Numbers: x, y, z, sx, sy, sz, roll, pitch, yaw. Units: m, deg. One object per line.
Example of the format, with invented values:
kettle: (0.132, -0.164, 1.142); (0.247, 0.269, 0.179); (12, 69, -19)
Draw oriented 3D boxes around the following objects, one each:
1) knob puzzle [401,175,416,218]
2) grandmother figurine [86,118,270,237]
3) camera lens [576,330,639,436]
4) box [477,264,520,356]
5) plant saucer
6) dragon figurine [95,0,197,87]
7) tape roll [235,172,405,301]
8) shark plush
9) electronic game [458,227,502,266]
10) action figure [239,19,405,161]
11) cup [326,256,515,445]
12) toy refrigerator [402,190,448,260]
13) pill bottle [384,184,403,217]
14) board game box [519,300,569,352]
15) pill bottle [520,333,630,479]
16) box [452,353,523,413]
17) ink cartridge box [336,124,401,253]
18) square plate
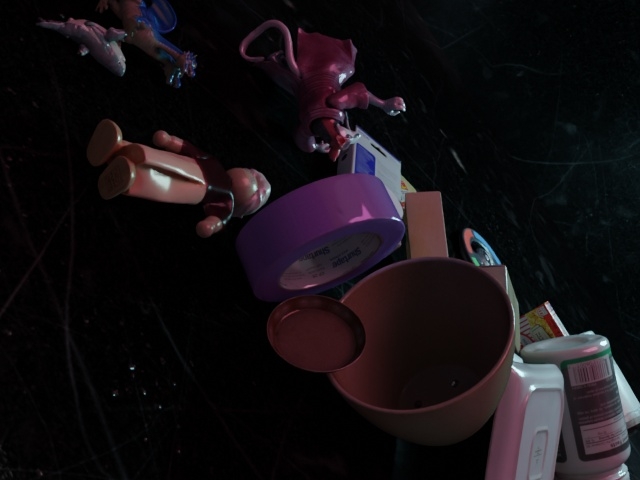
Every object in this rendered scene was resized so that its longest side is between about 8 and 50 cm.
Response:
knob puzzle: (0.179, -0.128, 2.066); (0.213, 0.030, 0.213); (28, 37, -24)
grandmother figurine: (-0.208, -0.096, 1.314); (0.342, 0.104, 0.208); (6, 62, -54)
camera lens: (0.688, 0.402, 2.087); (0.219, 0.219, 0.274); (8, 52, -56)
box: (0.374, 0.168, 1.801); (0.311, 0.121, 0.148); (44, 45, -65)
plant saucer: (-0.008, 0.160, 1.338); (0.168, 0.029, 0.168); (7, 42, -6)
dragon figurine: (-0.330, -0.413, 1.494); (0.144, 0.085, 0.289); (3, 57, -58)
tape roll: (0.000, 0.000, 1.343); (0.274, 0.274, 0.090); (9, 52, -56)
shark plush: (-0.391, -0.335, 1.340); (0.161, 0.073, 0.067); (25, 69, -53)
electronic game: (0.476, 0.063, 2.329); (0.229, 0.048, 0.229); (39, 30, -29)
action figure: (0.003, -0.333, 1.777); (0.275, 0.248, 0.370); (32, 31, -37)
cup: (0.194, 0.227, 1.414); (0.331, 0.331, 0.237); (-93, 163, -48)
toy refrigerator: (0.241, 0.024, 1.850); (0.102, 0.094, 0.270); (83, 6, -55)
pill bottle: (0.071, -0.033, 1.609); (0.108, 0.180, 0.108); (40, 29, -28)
board game box: (0.521, 0.263, 2.001); (0.147, 0.193, 0.045); (59, 27, 11)
pill bottle: (0.590, 0.410, 1.837); (0.204, 0.204, 0.361); (-10, 90, -62)
box: (0.327, 0.294, 1.663); (0.130, 0.170, 0.091); (36, 31, -35)
ink cartridge box: (0.115, -0.121, 1.895); (0.165, 0.065, 0.333); (37, 35, -21)
square plate: (0.404, 0.411, 1.559); (0.347, 0.049, 0.344); (16, 82, -57)
